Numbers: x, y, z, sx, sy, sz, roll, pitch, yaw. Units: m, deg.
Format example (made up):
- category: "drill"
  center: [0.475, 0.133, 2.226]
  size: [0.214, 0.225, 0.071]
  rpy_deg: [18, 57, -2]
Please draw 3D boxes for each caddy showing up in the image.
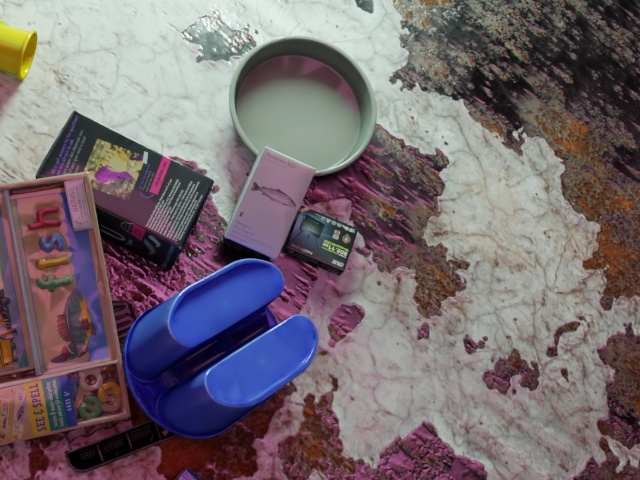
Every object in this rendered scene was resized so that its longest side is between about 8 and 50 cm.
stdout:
- category: "caddy"
  center: [-0.170, 0.183, 1.671]
  size: [0.341, 0.179, 0.241]
  rpy_deg: [-29, 86, -46]

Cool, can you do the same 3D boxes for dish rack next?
- category: "dish rack"
  center: [-0.366, 0.236, 1.682]
  size: [0.208, 0.074, 0.271]
  rpy_deg: [-19, 80, -20]

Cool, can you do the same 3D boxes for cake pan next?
- category: "cake pan"
  center: [-0.037, -0.255, 1.921]
  size: [0.293, 0.054, 0.293]
  rpy_deg: [4, 74, -14]

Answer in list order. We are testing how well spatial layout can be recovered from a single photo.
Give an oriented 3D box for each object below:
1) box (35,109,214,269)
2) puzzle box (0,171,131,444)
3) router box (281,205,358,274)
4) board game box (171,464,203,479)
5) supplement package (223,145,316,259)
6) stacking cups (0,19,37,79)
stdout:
- category: "box"
  center: [-0.344, -0.083, 1.729]
  size: [0.270, 0.165, 0.143]
  rpy_deg: [27, 69, -6]
- category: "puzzle box"
  center: [-0.470, 0.109, 1.570]
  size: [0.272, 0.052, 0.408]
  rpy_deg: [-11, 93, -16]
- category: "router box"
  center: [0.000, 0.000, 1.866]
  size: [0.122, 0.038, 0.092]
  rpy_deg: [22, 71, -8]
- category: "board game box"
  center: [-0.238, 0.499, 1.655]
  size: [0.147, 0.045, 0.193]
  rpy_deg: [43, 69, 0]
- category: "supplement package"
  center: [-0.094, -0.069, 1.797]
  size: [0.105, 0.105, 0.179]
  rpy_deg: [23, 90, -7]
- category: "stacking cups"
  center: [-0.677, -0.375, 1.772]
  size: [0.316, 0.096, 0.096]
  rpy_deg: [15, 71, -6]
